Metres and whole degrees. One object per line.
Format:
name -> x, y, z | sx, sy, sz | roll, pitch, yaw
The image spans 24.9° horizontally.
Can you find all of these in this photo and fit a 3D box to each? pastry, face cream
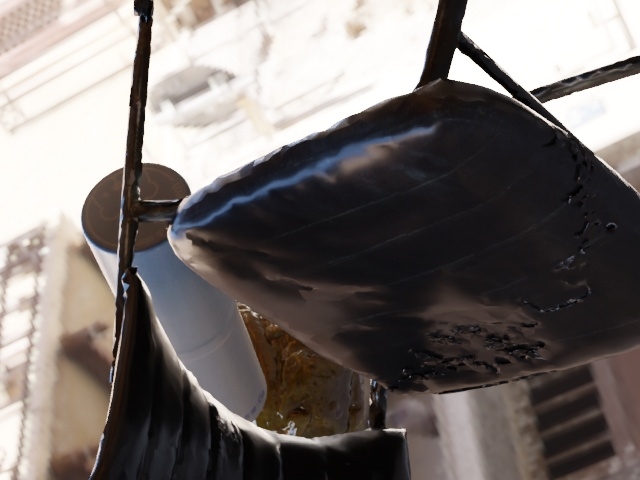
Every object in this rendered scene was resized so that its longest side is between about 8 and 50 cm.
pastry -> -0.041, 0.162, 1.460 | 0.132, 0.240, 0.235 | -7, -118, -27
face cream -> -0.098, 0.049, 1.017 | 0.250, 0.077, 0.077 | 76, -178, -54

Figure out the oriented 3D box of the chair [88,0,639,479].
chair -> 0.022, 0.009, 0.405 | 0.140, 0.145, 0.221 | 35, -129, -36
